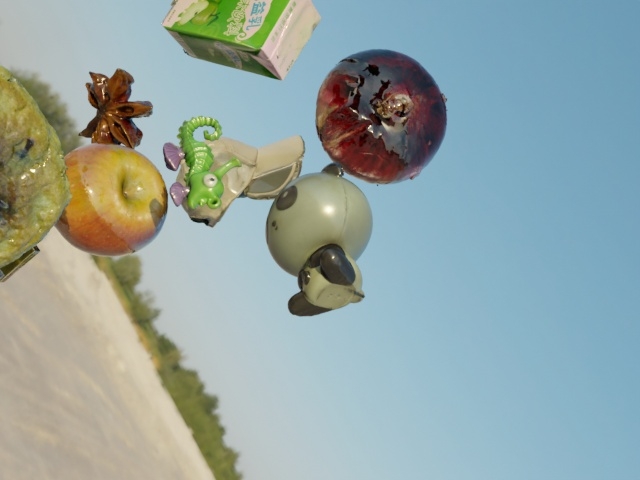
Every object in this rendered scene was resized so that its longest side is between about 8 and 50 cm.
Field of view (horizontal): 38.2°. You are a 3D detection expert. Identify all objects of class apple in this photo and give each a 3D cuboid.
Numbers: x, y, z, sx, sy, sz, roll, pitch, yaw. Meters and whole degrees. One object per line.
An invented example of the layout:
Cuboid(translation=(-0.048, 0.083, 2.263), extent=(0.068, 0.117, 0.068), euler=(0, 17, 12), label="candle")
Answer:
Cuboid(translation=(-0.389, -0.070, 1.659), extent=(0.235, 0.173, 0.210), euler=(28, 52, -49), label="apple")

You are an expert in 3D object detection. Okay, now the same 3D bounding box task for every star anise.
Cuboid(translation=(-0.425, -0.268, 1.928), extent=(0.196, 0.111, 0.212), euler=(-39, -124, 46), label="star anise")

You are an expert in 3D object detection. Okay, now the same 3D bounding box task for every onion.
Cuboid(translation=(0.141, -0.281, 2.023), extent=(0.314, 0.314, 0.232), euler=(61, -25, 3), label="onion")

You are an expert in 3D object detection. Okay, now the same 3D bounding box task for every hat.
Cuboid(translation=(-0.156, -0.140, 1.815), extent=(0.161, 0.275, 0.232), euler=(66, -14, -15), label="hat")

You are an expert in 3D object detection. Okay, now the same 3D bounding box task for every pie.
Cuboid(translation=(-0.508, -0.092, 1.303), extent=(0.070, 0.323, 0.323), euler=(33, -29, 48), label="pie")

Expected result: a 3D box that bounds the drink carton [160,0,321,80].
Cuboid(translation=(-0.152, -0.420, 1.767), extent=(0.271, 0.161, 0.108), euler=(20, -17, 31), label="drink carton")

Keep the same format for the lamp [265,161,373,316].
Cuboid(translation=(0.000, 0.000, 1.537), extent=(0.198, 0.197, 0.244), euler=(75, 6, -46), label="lamp")

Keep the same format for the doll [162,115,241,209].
Cuboid(translation=(-0.182, -0.122, 1.410), extent=(0.050, 0.115, 0.190), euler=(91, -15, -54), label="doll")

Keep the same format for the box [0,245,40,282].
Cuboid(translation=(-0.554, -0.006, 1.587), extent=(0.133, 0.090, 0.023), euler=(51, 11, 9), label="box")
